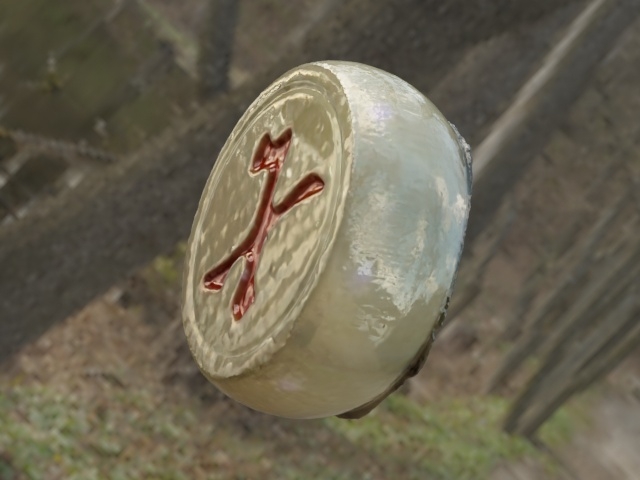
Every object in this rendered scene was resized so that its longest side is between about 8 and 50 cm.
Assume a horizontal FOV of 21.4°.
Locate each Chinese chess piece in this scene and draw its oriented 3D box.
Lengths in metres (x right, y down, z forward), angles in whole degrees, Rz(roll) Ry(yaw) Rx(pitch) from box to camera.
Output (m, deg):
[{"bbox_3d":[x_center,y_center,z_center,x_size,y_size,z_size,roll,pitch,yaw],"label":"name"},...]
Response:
[{"bbox_3d":[0.000,0.000,1.586,0.140,0.338,0.338,18,17,-28],"label":"Chinese chess piece"}]
